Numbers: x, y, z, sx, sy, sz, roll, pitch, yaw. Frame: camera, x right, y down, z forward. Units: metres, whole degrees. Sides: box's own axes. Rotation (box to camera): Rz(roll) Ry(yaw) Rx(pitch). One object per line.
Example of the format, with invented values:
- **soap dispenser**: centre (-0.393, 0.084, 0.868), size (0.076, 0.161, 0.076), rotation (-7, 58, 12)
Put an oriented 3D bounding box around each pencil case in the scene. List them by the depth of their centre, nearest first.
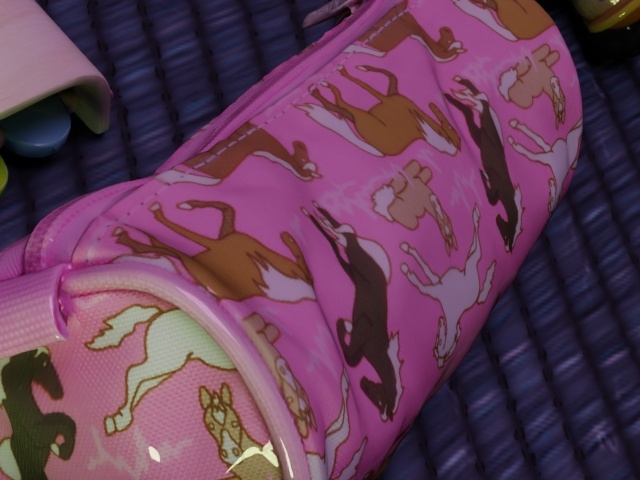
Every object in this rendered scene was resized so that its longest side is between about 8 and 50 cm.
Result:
- **pencil case**: centre (0.000, 0.000, 0.599), size (0.167, 0.160, 0.386), rotation (35, 37, 5)

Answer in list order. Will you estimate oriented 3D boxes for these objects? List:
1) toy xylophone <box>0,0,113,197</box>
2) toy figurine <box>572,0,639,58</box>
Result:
- **toy xylophone**: centre (-0.224, -0.032, 0.622), size (0.323, 0.081, 0.236), rotation (-24, 69, -34)
- **toy figurine**: centre (0.164, -0.180, 0.821), size (0.209, 0.213, 0.148), rotation (-32, 90, -33)
